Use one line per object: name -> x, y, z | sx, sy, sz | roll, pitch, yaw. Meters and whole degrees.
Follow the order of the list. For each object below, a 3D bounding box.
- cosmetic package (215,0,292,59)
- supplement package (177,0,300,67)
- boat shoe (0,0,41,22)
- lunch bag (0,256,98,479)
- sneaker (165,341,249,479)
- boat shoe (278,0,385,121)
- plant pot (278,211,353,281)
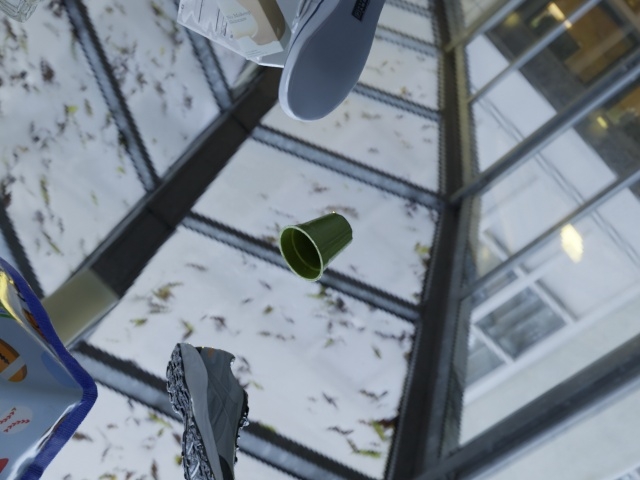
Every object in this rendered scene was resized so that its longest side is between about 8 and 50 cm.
cosmetic package -> -0.088, -0.288, 1.171 | 0.115, 0.060, 0.041 | 59, -145, -34
supplement package -> -0.082, -0.397, 1.531 | 0.177, 0.175, 0.293 | 0, -157, -37
boat shoe -> -0.254, -0.260, 0.794 | 0.113, 0.103, 0.302 | 43, 170, -32
lunch bag -> -0.440, 0.071, 0.823 | 0.327, 0.239, 0.385 | 28, -167, -49
sneaker -> -0.140, 0.258, 1.299 | 0.108, 0.100, 0.272 | 3, -129, -24
boat shoe -> 0.012, -0.255, 1.104 | 0.095, 0.258, 0.084 | 37, 165, -37
plant pot -> 0.000, 0.000, 1.260 | 0.079, 0.083, 0.083 | -33, -96, -35
